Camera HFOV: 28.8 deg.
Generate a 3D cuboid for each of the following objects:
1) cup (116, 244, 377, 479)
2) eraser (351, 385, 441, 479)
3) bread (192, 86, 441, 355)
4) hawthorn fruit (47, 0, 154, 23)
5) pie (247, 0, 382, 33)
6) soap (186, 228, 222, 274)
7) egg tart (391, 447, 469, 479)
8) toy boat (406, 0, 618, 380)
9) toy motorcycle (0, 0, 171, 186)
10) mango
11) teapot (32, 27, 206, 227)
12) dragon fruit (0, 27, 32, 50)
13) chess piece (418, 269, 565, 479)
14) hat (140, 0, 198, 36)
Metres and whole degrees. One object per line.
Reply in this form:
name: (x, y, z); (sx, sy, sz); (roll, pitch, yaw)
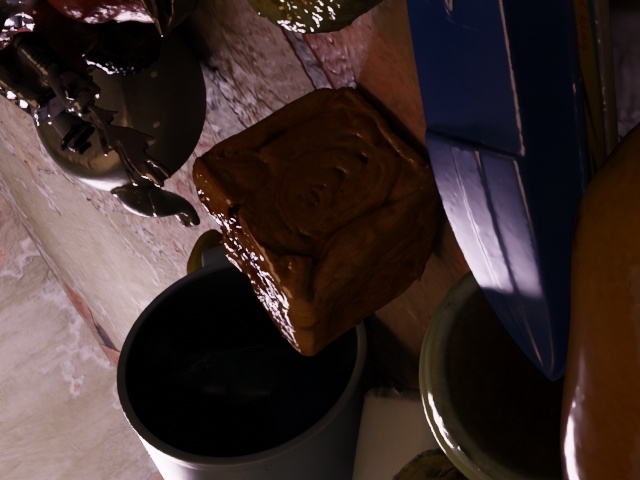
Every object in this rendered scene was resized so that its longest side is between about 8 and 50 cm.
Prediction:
cup: (-0.075, 0.197, 1.388); (0.331, 0.257, 0.311); (38, 157, 37)
eraser: (0.078, 0.282, 1.139); (0.189, 0.104, 0.290); (168, 112, -68)
bread: (0.000, -0.019, 0.997); (0.149, 0.158, 0.143); (46, 164, 22)
hawthorn fruit: (-0.163, -0.314, 0.980); (0.165, 0.165, 0.285); (31, 127, 50)
pie: (-0.041, -0.259, 0.823); (0.277, 0.078, 0.277); (48, 165, 17)
soap: (-0.129, 0.051, 1.544); (0.045, 0.089, 0.140); (3, 140, 14)
egg tart: (0.098, 0.268, 0.903); (0.094, 0.234, 0.234); (-21, 105, 42)
toy boat: (0.115, -0.054, 0.690); (0.129, 0.088, 0.295); (26, 131, 58)
toy motorcycle: (-0.254, -0.190, 1.113); (0.401, 0.207, 0.134); (51, 157, 8)
mango: (0.218, 0.088, 0.618); (0.211, 0.173, 0.317); (9, 125, 46)
teapot: (-0.199, -0.147, 1.260); (0.193, 0.129, 0.294); (-11, 94, 35)
dragon fruit: (-0.304, -0.267, 1.383); (0.211, 0.134, 0.262); (18, 156, 43)
chess piece: (0.153, 0.110, 0.892); (0.176, 0.176, 0.298); (51, 174, 11)
hat: (-0.109, -0.248, 0.807); (0.166, 0.144, 0.173); (43, 121, -1)
